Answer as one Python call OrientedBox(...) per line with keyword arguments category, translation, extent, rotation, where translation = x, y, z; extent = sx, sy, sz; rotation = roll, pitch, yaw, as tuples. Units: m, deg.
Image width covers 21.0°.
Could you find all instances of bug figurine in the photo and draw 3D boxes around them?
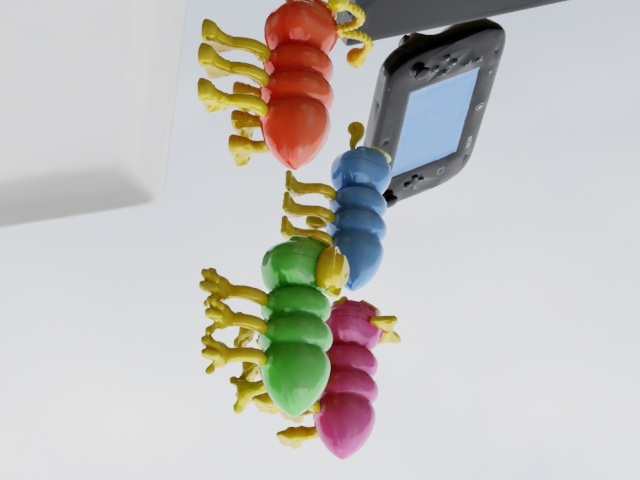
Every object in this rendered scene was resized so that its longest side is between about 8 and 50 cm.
OrientedBox(category="bug figurine", translation=(0.000, 0.000, 0.907), extent=(0.072, 0.279, 0.216), rotation=(0, -108, 11))

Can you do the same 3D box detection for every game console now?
OrientedBox(category="game console", translation=(0.106, -0.144, 1.280), extent=(0.213, 0.361, 0.044), rotation=(-14, -120, -16))

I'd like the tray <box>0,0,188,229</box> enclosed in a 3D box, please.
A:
OrientedBox(category="tray", translation=(-0.153, -0.120, 1.031), extent=(0.145, 0.270, 0.030), rotation=(-9, -135, -23))
